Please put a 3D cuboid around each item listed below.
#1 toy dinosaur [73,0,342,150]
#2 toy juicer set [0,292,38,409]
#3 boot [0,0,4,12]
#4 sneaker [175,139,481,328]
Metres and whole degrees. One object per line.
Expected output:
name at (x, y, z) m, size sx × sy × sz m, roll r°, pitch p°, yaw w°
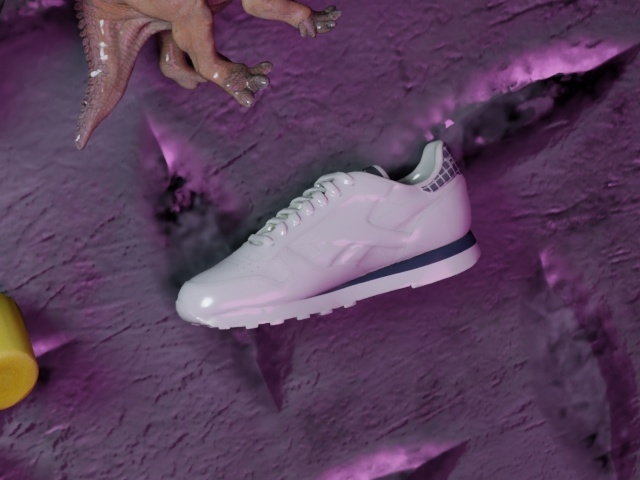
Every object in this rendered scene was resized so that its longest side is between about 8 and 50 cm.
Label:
toy dinosaur at (-0.087, -0.204, 1.249) m, size 0.295 × 0.127 × 0.200 m, roll -41°, pitch 115°, yaw 12°
toy juicer set at (-0.361, 0.138, 1.300) m, size 0.329 × 0.089 × 0.209 m, roll -5°, pitch 127°, yaw -30°
boot at (-0.276, -0.201, 1.124) m, size 0.222 × 0.118 × 0.338 m, roll 3°, pitch 140°, yaw -36°
sneaker at (0.000, 0.000, 1.401) m, size 0.235 × 0.090 × 0.095 m, roll -18°, pitch 105°, yaw -19°
